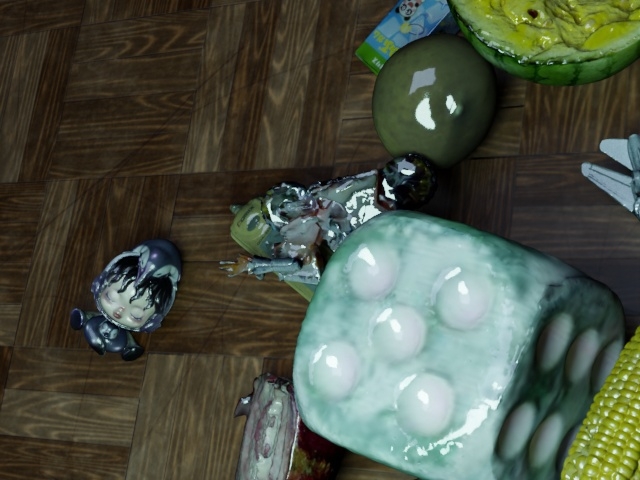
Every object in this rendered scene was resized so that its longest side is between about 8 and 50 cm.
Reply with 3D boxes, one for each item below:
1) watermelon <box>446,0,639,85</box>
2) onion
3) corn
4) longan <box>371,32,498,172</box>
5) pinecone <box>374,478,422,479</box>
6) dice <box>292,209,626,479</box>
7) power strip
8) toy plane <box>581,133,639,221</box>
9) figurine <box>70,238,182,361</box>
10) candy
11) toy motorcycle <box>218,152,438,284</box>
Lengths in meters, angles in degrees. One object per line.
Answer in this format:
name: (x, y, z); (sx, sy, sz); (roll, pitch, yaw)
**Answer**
watermelon: (0.352, -0.341, 1.879); (0.331, 0.189, 0.330); (-8, 55, 12)
onion: (-0.042, 0.341, 1.910); (0.314, 0.146, 0.280); (-177, 95, -72)
corn: (0.419, 0.229, 1.662); (0.130, 0.130, 0.347); (17, 69, 36)
longan: (0.175, -0.215, 1.951); (0.196, 0.197, 0.220); (38, 123, 36)
pinecone: (0.115, 0.464, 1.687); (0.242, 0.298, 0.295); (-22, 62, 32)
dice: (0.192, 0.165, 1.723); (0.348, 0.328, 0.330); (15, 82, 36)
power strip: (-0.028, 0.034, 2.076); (0.387, 0.066, 0.092); (37, 93, 36)
toy plane: (0.485, -0.034, 1.753); (0.212, 0.088, 0.267); (-14, 67, 16)
figurine: (-0.320, 0.095, 2.216); (0.222, 0.145, 0.145); (-51, 54, 20)
candy: (0.157, -0.347, 2.094); (0.194, 0.062, 0.097); (-48, 56, 9)
toy motorcycle: (0.000, 0.000, 1.952); (0.401, 0.134, 0.207); (-11, 93, 20)
